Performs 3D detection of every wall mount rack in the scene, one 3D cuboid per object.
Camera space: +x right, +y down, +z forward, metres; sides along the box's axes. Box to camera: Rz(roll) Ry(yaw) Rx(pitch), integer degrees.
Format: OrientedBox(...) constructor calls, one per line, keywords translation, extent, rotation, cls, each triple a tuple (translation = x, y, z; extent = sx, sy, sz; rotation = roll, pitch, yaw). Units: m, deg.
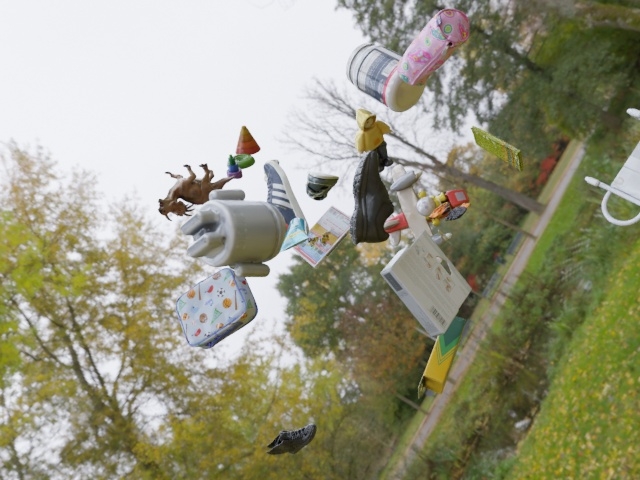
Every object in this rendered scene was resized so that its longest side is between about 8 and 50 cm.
OrientedBox(translation=(0.867, -0.174, 1.317), extent=(0.131, 0.304, 0.349), rotation=(4, -62, -46), cls="wall mount rack")

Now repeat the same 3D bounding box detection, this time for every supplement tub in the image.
OrientedBox(translation=(0.245, -0.621, 1.985), extent=(0.191, 0.272, 0.191), rotation=(-28, -40, -26), cls="supplement tub")

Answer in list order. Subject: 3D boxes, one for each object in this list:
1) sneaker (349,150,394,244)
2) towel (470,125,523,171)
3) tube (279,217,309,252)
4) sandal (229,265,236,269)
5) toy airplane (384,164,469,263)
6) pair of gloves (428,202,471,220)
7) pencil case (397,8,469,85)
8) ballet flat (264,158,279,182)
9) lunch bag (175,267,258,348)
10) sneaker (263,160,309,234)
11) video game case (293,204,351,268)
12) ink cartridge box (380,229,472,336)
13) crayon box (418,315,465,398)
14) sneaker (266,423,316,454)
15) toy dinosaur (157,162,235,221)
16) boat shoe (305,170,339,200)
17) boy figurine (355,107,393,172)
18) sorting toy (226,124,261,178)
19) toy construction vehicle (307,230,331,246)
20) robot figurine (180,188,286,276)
OrientedBox(translation=(0.161, -0.127, 1.584), extent=(0.109, 0.130, 0.285), rotation=(-157, 71, -83), cls="sneaker")
OrientedBox(translation=(0.639, -0.335, 1.905), extent=(0.021, 0.237, 0.102), rotation=(-38, -44, -5), cls="towel")
OrientedBox(translation=(-0.064, -0.013, 1.386), extent=(0.080, 0.052, 0.207), rotation=(-32, 13, 8), cls="tube")
OrientedBox(translation=(-0.287, 0.046, 2.052), extent=(0.180, 0.072, 0.049), rotation=(-53, -9, -16), cls="sandal")
OrientedBox(translation=(0.451, -0.129, 2.416), extent=(0.384, 0.387, 0.272), rotation=(-64, -9, -7), cls="toy airplane")
OrientedBox(translation=(0.305, -0.069, 1.240), extent=(0.074, 0.083, 0.010), rotation=(-40, -59, -30), cls="pair of gloves")
OrientedBox(translation=(0.348, -0.595, 1.638), extent=(0.124, 0.124, 0.284), rotation=(-54, 8, -21), cls="pencil case")
OrientedBox(translation=(-0.241, -0.320, 2.591), extent=(0.240, 0.077, 0.091), rotation=(-96, 13, -52), cls="ballet flat")
OrientedBox(translation=(-0.394, 0.265, 1.975), extent=(0.304, 0.243, 0.115), rotation=(-35, -27, 12), cls="lunch bag")
OrientedBox(translation=(-0.173, -0.145, 1.989), extent=(0.148, 0.349, 0.131), rotation=(-21, -22, -12), cls="sneaker")
OrientedBox(translation=(0.019, -0.020, 2.441), extent=(0.285, 0.204, 0.025), rotation=(-47, -48, -4), cls="video game case")
OrientedBox(translation=(0.352, 0.136, 1.721), extent=(0.239, 0.275, 0.060), rotation=(-44, 7, -40), cls="ink cartridge box")
OrientedBox(translation=(0.484, 0.476, 2.087), extent=(0.322, 0.083, 0.203), rotation=(-62, -21, -21), cls="crayon box")
OrientedBox(translation=(-0.093, 0.635, 1.680), extent=(0.170, 0.089, 0.051), rotation=(-51, 23, 23), cls="sneaker")
OrientedBox(translation=(-0.468, -0.174, 1.954), extent=(0.296, 0.200, 0.127), rotation=(-7, -5, -24), cls="toy dinosaur")
OrientedBox(translation=(0.000, -0.194, 1.918), extent=(0.319, 0.117, 0.098), rotation=(-123, 44, -86), cls="boat shoe")
OrientedBox(translation=(0.219, -0.420, 2.137), extent=(0.177, 0.092, 0.285), rotation=(-32, -47, -9), cls="boy figurine")
OrientedBox(translation=(-0.352, -0.400, 2.297), extent=(0.365, 0.127, 0.126), rotation=(-81, -13, -57), cls="sorting toy")
OrientedBox(translation=(0.000, 0.000, 2.038), extent=(0.086, 0.035, 0.098), rotation=(-11, -16, -24), cls="toy construction vehicle")
OrientedBox(translation=(-0.245, -0.023, 1.604), extent=(0.200, 0.299, 0.354), rotation=(-27, -14, 38), cls="robot figurine")
